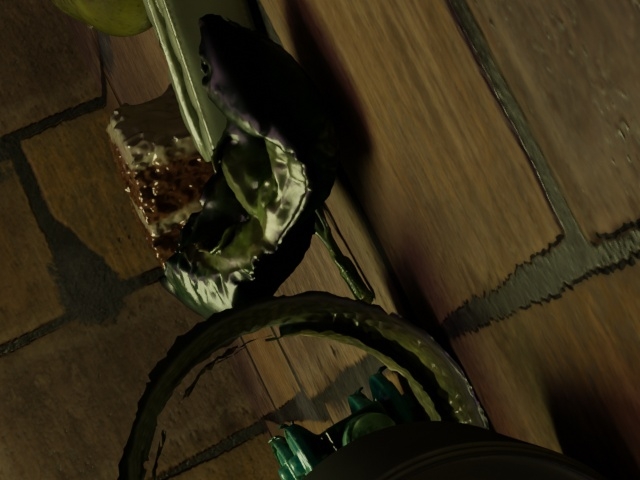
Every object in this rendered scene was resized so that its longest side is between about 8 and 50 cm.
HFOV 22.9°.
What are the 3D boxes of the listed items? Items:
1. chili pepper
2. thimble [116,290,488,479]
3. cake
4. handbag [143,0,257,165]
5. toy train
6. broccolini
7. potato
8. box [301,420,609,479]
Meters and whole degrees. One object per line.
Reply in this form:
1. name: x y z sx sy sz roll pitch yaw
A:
1. chili pepper: -0.047 -0.041 1.199 0.148 0.116 0.264 51 142 24
2. thimble: -0.012 0.176 1.180 0.271 0.271 0.150 64 173 7
3. cake: -0.132 -0.071 1.598 0.134 0.135 0.147 -127 20 -53
4. handbag: -0.111 -0.194 1.336 0.219 0.079 0.256 -123 13 -57
5. toy train: 0.050 0.230 1.427 0.194 0.120 0.298 59 170 7
6. broccolini: 0.000 0.000 1.345 0.140 0.035 0.030 60 173 21
7. potato: -0.202 -0.270 1.531 0.251 0.113 0.149 -1 106 70
8. box: 0.080 0.221 0.895 0.226 0.226 0.149 65 171 -3
